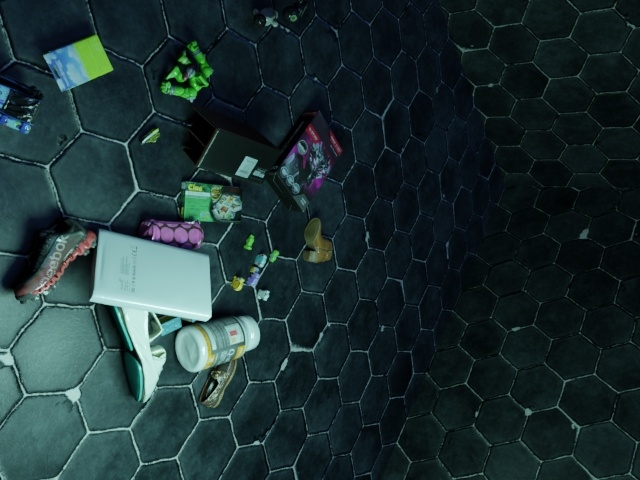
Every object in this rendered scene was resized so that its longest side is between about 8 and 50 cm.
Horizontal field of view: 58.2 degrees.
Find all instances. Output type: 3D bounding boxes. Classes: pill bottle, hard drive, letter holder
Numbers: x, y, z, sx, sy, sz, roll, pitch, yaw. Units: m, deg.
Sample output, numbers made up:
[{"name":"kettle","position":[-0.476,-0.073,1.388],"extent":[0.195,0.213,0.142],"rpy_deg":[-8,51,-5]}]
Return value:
[{"name":"pill bottle","position":[-0.358,0.354,2.033],"extent":[0.278,0.162,0.162],"rpy_deg":[-8,101,-49]},{"name":"hard drive","position":[-0.501,0.107,1.730],"extent":[0.353,0.047,0.233],"rpy_deg":[16,48,-32]},{"name":"letter holder","position":[-0.329,-0.337,2.011],"extent":[0.302,0.214,0.152],"rpy_deg":[11,118,-51]}]

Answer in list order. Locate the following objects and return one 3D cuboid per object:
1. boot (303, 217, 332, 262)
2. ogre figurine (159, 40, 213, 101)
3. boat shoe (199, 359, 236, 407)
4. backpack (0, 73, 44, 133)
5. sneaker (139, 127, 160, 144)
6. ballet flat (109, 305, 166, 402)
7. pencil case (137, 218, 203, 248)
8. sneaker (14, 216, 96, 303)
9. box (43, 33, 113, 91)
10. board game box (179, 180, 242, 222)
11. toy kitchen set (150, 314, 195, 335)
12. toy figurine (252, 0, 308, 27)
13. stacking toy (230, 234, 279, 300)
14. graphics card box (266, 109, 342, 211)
[{"name":"boot","position":[0.000,0.000,2.490],"extent":[0.152,0.073,0.197],"rpy_deg":[3,105,-49]},{"name":"ogre figurine","position":[-0.431,-0.541,1.884],"extent":[0.118,0.097,0.197],"rpy_deg":[39,53,-33]},{"name":"boat shoe","position":[-0.374,0.507,2.100],"extent":[0.073,0.073,0.207],"rpy_deg":[40,64,-47]},{"name":"backpack","position":[-0.796,-0.354,1.428],"extent":[0.173,0.158,0.116],"rpy_deg":[20,97,-36]},{"name":"sneaker","position":[-0.538,-0.325,1.829],"extent":[0.083,0.031,0.035],"rpy_deg":[-51,131,-34]},{"name":"ballet flat","position":[-0.543,0.327,1.776],"extent":[0.139,0.139,0.400],"rpy_deg":[-32,129,-44]},{"name":"pencil case","position":[-0.489,-0.023,1.883],"extent":[0.209,0.095,0.098],"rpy_deg":[0,115,-49]},{"name":"sneaker","position":[-0.747,0.043,1.575],"extent":[0.276,0.098,0.135],"rpy_deg":[-57,134,-32]},{"name":"box","position":[-0.686,-0.499,1.621],"extent":[0.178,0.042,0.109],"rpy_deg":[-43,125,-38]},{"name":"board game box","position":[-0.384,-0.133,2.043],"extent":[0.260,0.030,0.136],"rpy_deg":[2,95,-50]},{"name":"toy kitchen set","position":[-0.475,0.191,1.901],"extent":[0.166,0.122,0.207],"rpy_deg":[-22,111,-47]},{"name":"toy figurine","position":[-0.168,-0.875,2.064],"extent":[0.148,0.210,0.213],"rpy_deg":[-60,141,-50]},{"name":"stacking toy","position":[-0.244,0.111,2.224],"extent":[0.167,0.052,0.221],"rpy_deg":[34,69,-47]},{"name":"graphics card box","position":[-0.067,-0.326,2.349],"extent":[0.371,0.094,0.232],"rpy_deg":[-58,134,-27]}]
